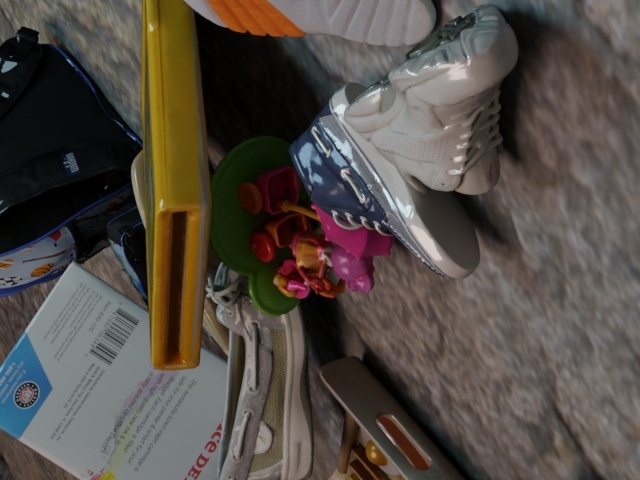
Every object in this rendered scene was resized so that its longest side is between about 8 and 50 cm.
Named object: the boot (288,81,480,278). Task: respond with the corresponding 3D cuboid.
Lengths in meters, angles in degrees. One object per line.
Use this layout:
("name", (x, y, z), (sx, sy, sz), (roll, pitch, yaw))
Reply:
("boot", (0.050, -0.030, 1.240), (0.086, 0.069, 0.190), (-46, 64, 33))

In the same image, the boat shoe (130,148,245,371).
("boat shoe", (-0.129, 0.026, 1.655), (0.285, 0.103, 0.092), (59, 152, -13))

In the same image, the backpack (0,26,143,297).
("backpack", (-0.358, -0.068, 1.790), (0.276, 0.263, 0.213), (47, 154, 25))

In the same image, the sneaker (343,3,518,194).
("sneaker", (0.101, -0.091, 1.100), (0.115, 0.090, 0.232), (53, 165, -2))

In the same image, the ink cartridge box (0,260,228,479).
("ink cartridge box", (-0.225, 0.186, 1.757), (0.270, 0.198, 0.197), (34, 169, -4))

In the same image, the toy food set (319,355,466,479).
("toy food set", (0.064, 0.279, 1.575), (0.220, 0.092, 0.306), (47, 153, 25))

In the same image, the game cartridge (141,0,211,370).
("game cartridge", (-0.141, -0.085, 1.420), (0.285, 0.052, 0.324), (101, 163, -56))

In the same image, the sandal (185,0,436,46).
("sandal", (-0.014, -0.212, 1.198), (0.265, 0.076, 0.102), (16, 150, 30))

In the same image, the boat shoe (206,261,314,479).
("boat shoe", (-0.071, 0.109, 1.565), (0.118, 0.103, 0.320), (-117, 20, -62))

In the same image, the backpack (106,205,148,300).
("backpack", (-0.178, 0.010, 1.727), (0.084, 0.105, 0.114), (28, 144, 58))

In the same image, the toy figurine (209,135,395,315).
("toy figurine", (0.000, 0.000, 1.351), (0.159, 0.130, 0.173), (12, 121, 48))

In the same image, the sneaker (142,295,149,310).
("sneaker", (-0.151, 0.075, 1.782), (0.166, 0.076, 0.065), (11, 128, 60))
